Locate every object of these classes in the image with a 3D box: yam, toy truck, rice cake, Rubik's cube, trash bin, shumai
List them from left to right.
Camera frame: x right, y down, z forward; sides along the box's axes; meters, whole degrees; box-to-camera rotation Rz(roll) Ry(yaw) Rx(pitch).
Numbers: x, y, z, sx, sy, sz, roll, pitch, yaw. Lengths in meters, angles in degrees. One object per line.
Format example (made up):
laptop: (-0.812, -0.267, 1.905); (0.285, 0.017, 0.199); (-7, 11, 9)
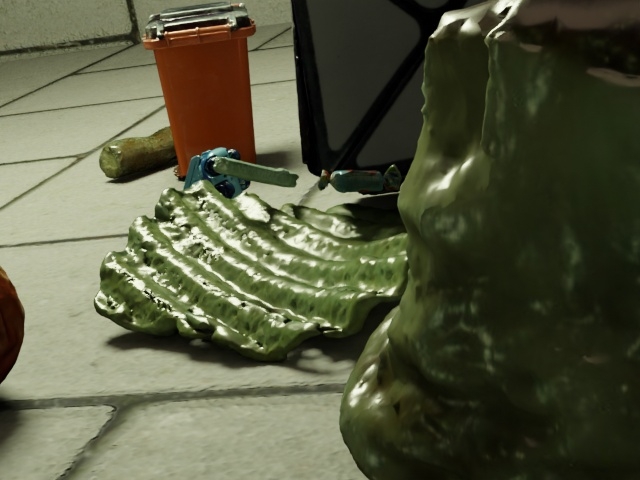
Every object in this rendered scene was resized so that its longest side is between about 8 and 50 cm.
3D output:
yam: (-0.226, -0.152, 1.957); (0.253, 0.061, 0.061); (-23, 21, -40)
trash bin: (-0.162, -0.215, 1.818); (0.161, 0.238, 0.184); (-8, 14, -3)
toy truck: (-0.145, -0.079, 1.659); (0.090, 0.073, 0.056); (-15, 10, 37)
rice cake: (-0.068, -0.074, 1.373); (0.022, 0.021, 0.121); (16, 4, 38)
Rubik's cube: (0.131, -0.215, 1.412); (0.310, 0.307, 0.305); (-8, 0, 6)
shumai: (0.187, -0.009, 0.774); (0.397, 0.323, 0.324); (2, 22, 33)

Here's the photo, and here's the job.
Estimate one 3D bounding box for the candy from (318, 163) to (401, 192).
candy: (0.039, -0.061, 1.244); (0.083, 0.030, 0.020); (1, 17, -12)

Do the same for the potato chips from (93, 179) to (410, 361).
potato chips: (-0.007, 0.001, 1.249); (0.389, 0.097, 0.373); (3, 19, 33)

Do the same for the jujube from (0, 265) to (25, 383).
jujube: (-0.371, 0.067, 1.117); (0.174, 0.174, 0.250); (-22, 23, -35)
